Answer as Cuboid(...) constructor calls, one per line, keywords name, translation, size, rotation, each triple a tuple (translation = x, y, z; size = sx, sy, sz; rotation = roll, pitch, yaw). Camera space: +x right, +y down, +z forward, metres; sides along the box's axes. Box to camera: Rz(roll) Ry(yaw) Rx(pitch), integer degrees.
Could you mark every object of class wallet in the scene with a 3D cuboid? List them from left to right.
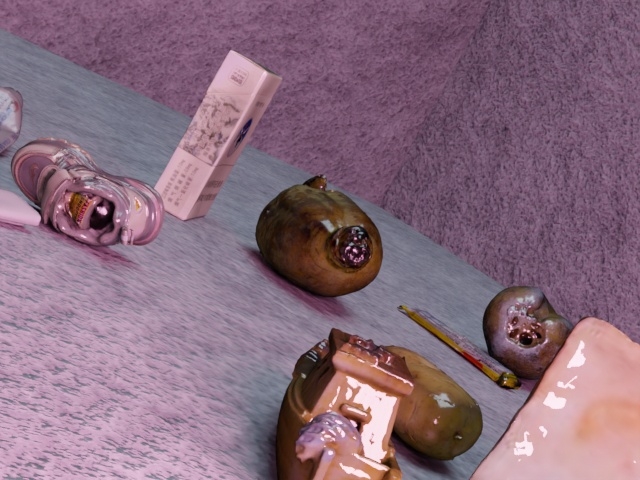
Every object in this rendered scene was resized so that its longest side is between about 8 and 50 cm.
Cuboid(name="wallet", translation=(-0.335, -0.039, 1.159), size=(0.061, 0.025, 0.122), rotation=(30, 6, 28))

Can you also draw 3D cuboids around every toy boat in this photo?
Cuboid(name="toy boat", translation=(0.017, 0.131, 0.925), size=(0.089, 0.121, 0.321), rotation=(22, 7, -4))

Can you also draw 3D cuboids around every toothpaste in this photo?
Cuboid(name="toothpaste", translation=(-0.444, -0.160, 1.533), size=(0.099, 0.068, 0.282), rotation=(1, 15, -1))

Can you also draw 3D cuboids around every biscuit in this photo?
Cuboid(name="biscuit", translation=(0.225, 0.167, 1.918), size=(0.048, 0.026, 0.292), rotation=(19, 11, -37))

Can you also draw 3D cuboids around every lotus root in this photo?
Cuboid(name="lotus root", translation=(0.000, 0.000, 1.726), size=(0.173, 0.173, 0.309), rotation=(26, 7, -18))
Cuboid(name="lotus root", translation=(0.360, 0.165, 2.027), size=(0.158, 0.140, 0.322), rotation=(49, 7, 17))

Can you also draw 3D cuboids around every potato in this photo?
Cuboid(name="potato", translation=(0.100, 0.163, 1.189), size=(0.107, 0.080, 0.170), rotation=(16, 8, -27))

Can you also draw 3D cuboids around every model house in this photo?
Cuboid(name="model house", translation=(0.291, 0.223, 0.925), size=(0.312, 0.245, 0.280), rotation=(32, -1, 19))

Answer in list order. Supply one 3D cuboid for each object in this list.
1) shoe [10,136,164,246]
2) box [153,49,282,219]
Cuboid(name="shoe", translation=(-0.263, -0.042, 1.271), size=(0.180, 0.089, 0.092), rotation=(27, 18, 2))
Cuboid(name="box", translation=(-0.159, -0.160, 1.808), size=(0.069, 0.256, 0.164), rotation=(30, 7, 3))
